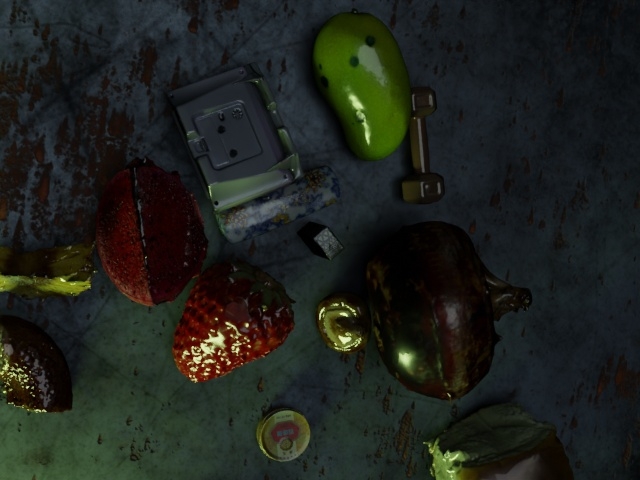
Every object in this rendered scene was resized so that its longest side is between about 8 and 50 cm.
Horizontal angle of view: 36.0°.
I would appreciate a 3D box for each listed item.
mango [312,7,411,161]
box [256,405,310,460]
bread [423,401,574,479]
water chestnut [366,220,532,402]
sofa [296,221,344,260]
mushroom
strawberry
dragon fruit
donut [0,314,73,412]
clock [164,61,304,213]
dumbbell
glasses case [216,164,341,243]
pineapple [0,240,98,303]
[{"bbox_3d":[0.083,-0.291,1.869,0.175,0.143,0.293,-8,109,22],"label":"mango"},{"bbox_3d":[-0.073,0.379,1.938,0.106,0.037,0.105,-2,96,-17],"label":"box"},{"bbox_3d":[0.380,0.502,1.998,0.250,0.225,0.279,-22,106,-14],"label":"bread"},{"bbox_3d":[0.246,0.134,1.856,0.302,0.350,0.350,-12,99,2],"label":"water chestnut"},{"bbox_3d":[0.000,0.000,1.884,0.039,0.118,0.060,-39,105,-9],"label":"sofa"},{"bbox_3d":[0.043,0.159,1.919,0.087,0.127,0.127,-31,109,-59],"label":"mushroom"},{"bbox_3d":[-0.176,0.159,1.830,0.205,0.205,0.244,37,105,-17],"label":"strawberry"},{"bbox_3d":[-0.313,-0.019,1.775,0.189,0.163,0.261,-6,94,12],"label":"dragon fruit"},{"bbox_3d":[-0.511,0.215,1.742,0.144,0.126,0.186,-7,97,-24],"label":"donut"},{"bbox_3d":[-0.155,-0.189,1.807,0.186,0.083,0.253,-23,86,-14],"label":"clock"},{"bbox_3d":[0.196,-0.187,1.950,0.092,0.082,0.230,-9,98,-16],"label":"dumbbell"},{"bbox_3d":[-0.079,-0.072,1.880,0.248,0.065,0.087,-24,96,-14],"label":"glasses case"},{"bbox_3d":[-0.491,0.055,1.729,0.233,0.135,0.079,1,66,2],"label":"pineapple"}]
